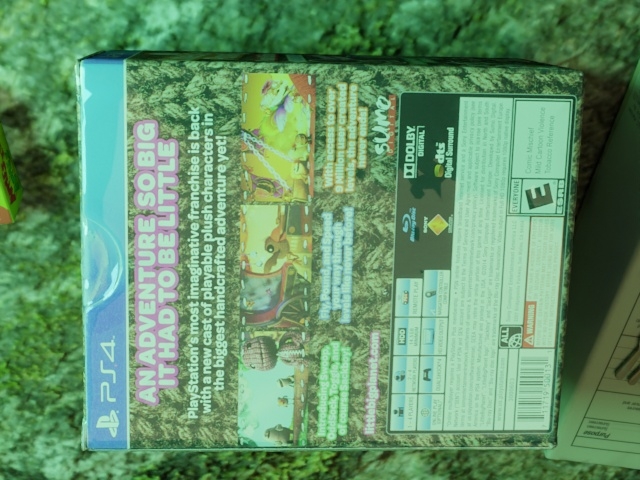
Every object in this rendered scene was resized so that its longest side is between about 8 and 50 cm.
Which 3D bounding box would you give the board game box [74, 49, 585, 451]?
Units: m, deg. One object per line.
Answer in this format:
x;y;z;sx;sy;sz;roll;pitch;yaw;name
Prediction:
0.000;0.000;0.715;0.291;0.141;0.232;1;102;-5;board game box

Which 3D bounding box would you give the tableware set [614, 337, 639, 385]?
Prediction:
0.282;0.065;0.762;0.104;0.024;0.154;23;119;-19;tableware set

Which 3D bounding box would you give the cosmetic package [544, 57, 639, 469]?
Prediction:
0.270;0.019;0.811;0.160;0.113;0.309;8;124;-10;cosmetic package

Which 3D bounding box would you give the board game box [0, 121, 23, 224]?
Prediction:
-0.305;-0.049;0.762;0.181;0.043;0.092;-7;125;1;board game box
